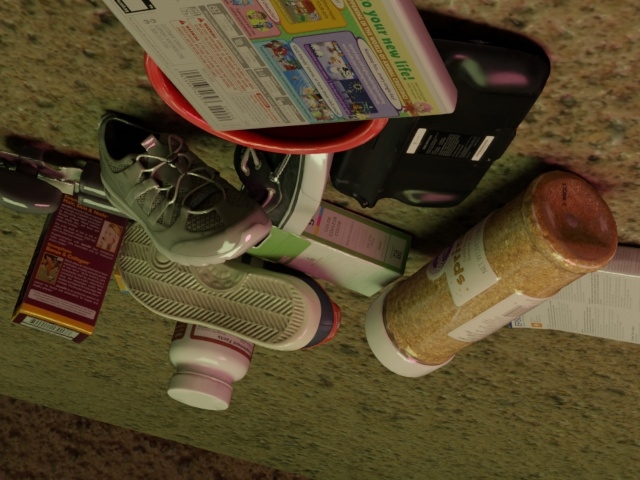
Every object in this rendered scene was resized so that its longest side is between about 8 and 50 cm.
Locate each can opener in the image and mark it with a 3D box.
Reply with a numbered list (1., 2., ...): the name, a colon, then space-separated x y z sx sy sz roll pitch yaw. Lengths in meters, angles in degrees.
1. can opener: -0.295 -0.056 1.395 0.280 0.093 0.074 13 157 -11

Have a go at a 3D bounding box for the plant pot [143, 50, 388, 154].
1. plant pot: -0.023 -0.184 0.833 0.191 0.174 0.191 12 157 5

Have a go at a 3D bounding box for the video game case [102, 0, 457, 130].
1. video game case: -0.033 -0.142 0.694 0.193 0.023 0.212 -2 151 25

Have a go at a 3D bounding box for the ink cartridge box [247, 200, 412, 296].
1. ink cartridge box: 0.000 0.000 1.386 0.209 0.062 0.109 20 156 -15

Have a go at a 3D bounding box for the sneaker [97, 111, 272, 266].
1. sneaker: -0.170 -0.060 1.193 0.281 0.105 0.115 25 144 39

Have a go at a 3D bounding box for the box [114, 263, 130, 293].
1. box: -0.263 0.073 1.743 0.136 0.028 0.081 13 157 4

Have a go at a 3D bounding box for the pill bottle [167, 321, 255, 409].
1. pill bottle: -0.153 0.133 1.579 0.121 0.216 0.121 12 157 5

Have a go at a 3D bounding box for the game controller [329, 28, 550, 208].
1. game controller: 0.111 -0.113 1.081 0.167 0.067 0.319 -2 159 -11

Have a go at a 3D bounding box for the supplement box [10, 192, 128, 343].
1. supplement box: -0.348 0.035 1.494 0.104 0.188 0.081 22 156 -19

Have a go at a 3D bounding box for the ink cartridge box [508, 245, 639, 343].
1. ink cartridge box: 0.347 0.066 1.373 0.224 0.045 0.223 7 155 17

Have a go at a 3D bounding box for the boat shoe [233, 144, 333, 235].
1. boat shoe: -0.044 -0.087 1.170 0.102 0.108 0.301 14 164 -5

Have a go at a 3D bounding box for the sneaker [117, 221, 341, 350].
1. sneaker: -0.126 0.068 1.487 0.350 0.131 0.148 24 -175 30

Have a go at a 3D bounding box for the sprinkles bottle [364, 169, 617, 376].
1. sprinkles bottle: 0.188 0.050 1.257 0.121 0.121 0.355 22 146 -19
